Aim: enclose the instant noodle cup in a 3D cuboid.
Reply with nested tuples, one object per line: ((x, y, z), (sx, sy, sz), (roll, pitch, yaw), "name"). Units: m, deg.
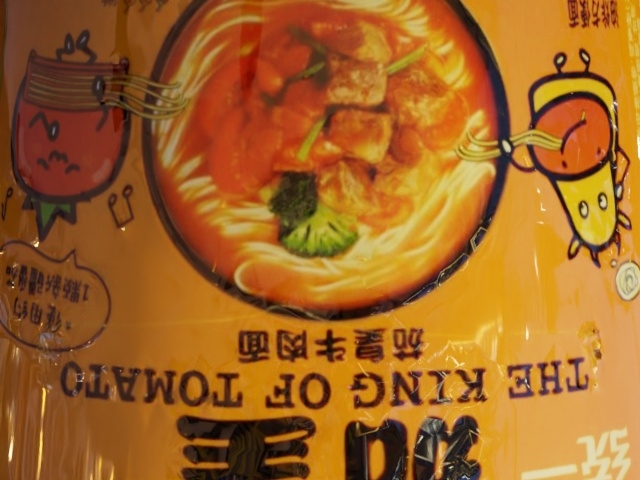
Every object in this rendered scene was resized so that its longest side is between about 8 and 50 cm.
((0.000, 0.000, 0.514), (0.216, 0.172, 0.216), (0, -174, 0), "instant noodle cup")
